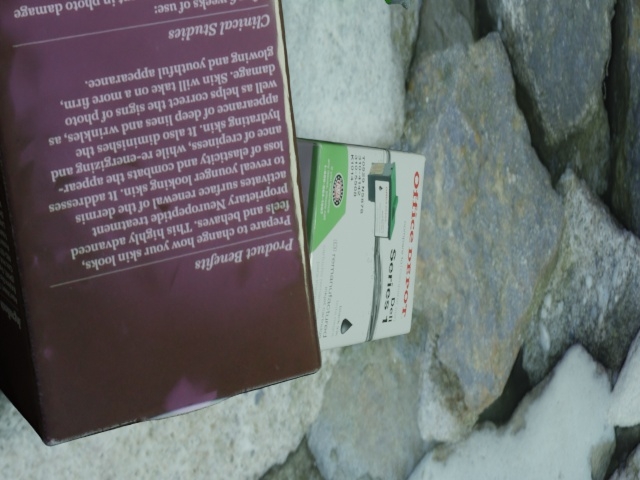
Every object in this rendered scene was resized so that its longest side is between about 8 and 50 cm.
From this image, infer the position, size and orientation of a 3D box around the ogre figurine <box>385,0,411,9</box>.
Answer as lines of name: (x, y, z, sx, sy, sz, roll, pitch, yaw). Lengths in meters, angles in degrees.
ogre figurine: (0.035, -0.265, 1.199, 0.197, 0.097, 0.118, 46, 40, -65)

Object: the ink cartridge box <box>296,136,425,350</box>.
ink cartridge box: (0.000, 0.000, 1.153, 0.219, 0.093, 0.160, -3, 99, -65)

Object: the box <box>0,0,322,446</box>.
box: (-0.125, -0.087, 0.905, 0.191, 0.143, 0.381, -13, 107, -24)
